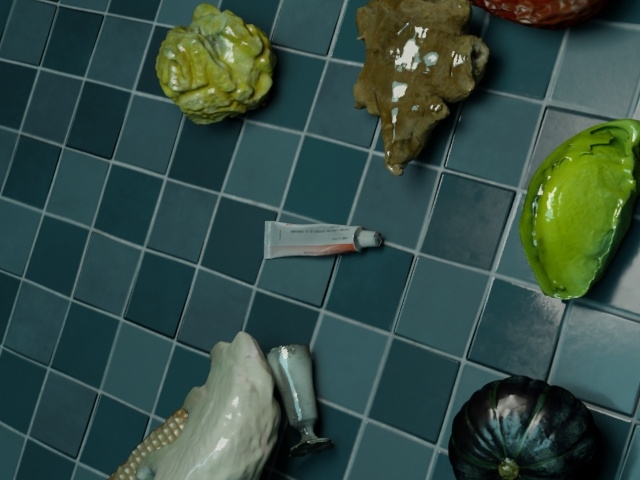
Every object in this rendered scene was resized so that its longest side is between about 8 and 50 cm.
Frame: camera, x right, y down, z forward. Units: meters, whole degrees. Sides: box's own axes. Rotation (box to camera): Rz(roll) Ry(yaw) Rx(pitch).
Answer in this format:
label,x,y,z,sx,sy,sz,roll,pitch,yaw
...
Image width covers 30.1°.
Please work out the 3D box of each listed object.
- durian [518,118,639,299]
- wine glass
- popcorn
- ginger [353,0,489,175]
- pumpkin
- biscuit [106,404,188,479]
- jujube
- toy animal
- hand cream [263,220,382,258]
label,x,y,z,sx,sy,sz,roll,pitch,yaw
durian,0.335,-0.046,1.545,0.139,0.101,0.250,15,88,-2
wine glass,-0.032,0.233,1.737,0.072,0.072,0.155,-26,68,26
popcorn,-0.165,-0.281,1.874,0.187,0.167,0.185,-26,35,-10
ginger,0.137,-0.226,1.693,0.219,0.123,0.270,-5,88,35
pumpkin,0.258,0.265,1.498,0.194,0.150,0.194,-2,87,40
biscuit,-0.300,0.406,1.881,0.378,0.054,0.094,-46,61,16
jujube,0.294,-0.367,1.608,0.236,0.168,0.168,5,83,48
toy animal,-0.132,0.309,1.734,0.266,0.188,0.308,-47,18,32
hand cream,-0.001,0.001,1.788,0.216,0.038,0.052,0,56,38
